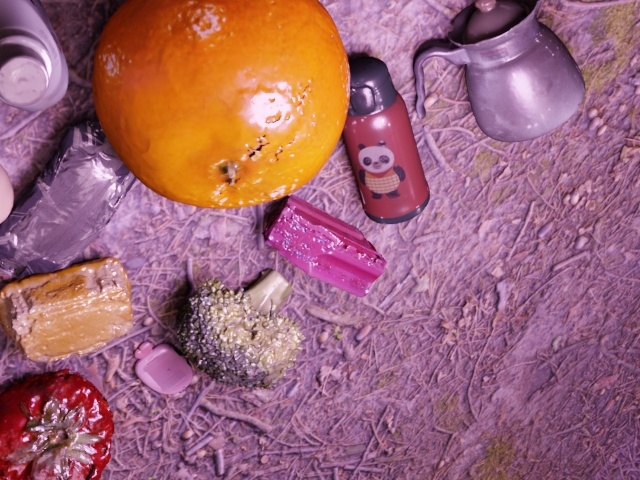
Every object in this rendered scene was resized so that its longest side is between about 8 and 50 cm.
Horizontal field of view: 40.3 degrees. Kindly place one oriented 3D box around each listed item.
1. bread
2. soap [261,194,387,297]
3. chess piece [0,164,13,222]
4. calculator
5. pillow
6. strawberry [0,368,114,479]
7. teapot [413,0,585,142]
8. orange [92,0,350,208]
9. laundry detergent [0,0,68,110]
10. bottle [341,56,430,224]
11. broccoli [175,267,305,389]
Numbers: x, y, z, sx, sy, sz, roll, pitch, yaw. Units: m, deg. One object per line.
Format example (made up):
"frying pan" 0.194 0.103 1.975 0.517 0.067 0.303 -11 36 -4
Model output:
"bread" -0.469 0.130 1.623 0.245 0.121 0.174 -15 127 -16
"soap" 0.000 0.000 1.765 0.250 0.162 0.099 27 112 -36
"chess piece" -0.649 -0.067 1.391 0.299 0.167 0.167 -9 124 -31
"calculator" -0.335 0.271 1.850 0.103 0.024 0.166 -38 131 0
"pillow" -0.450 -0.061 1.526 0.161 0.093 0.335 34 102 -33
"strawberry" -0.539 0.392 1.712 0.274 0.220 0.274 2 83 -15
"teapot" 0.337 -0.360 1.715 0.223 0.305 0.285 -57 131 -33
"orange" -0.151 -0.227 1.385 0.423 0.326 0.424 -10 152 -5
"laundry detergent" -0.426 -0.275 1.198 0.124 0.398 0.264 -29 129 -8
"bottle" 0.112 -0.200 1.706 0.144 0.144 0.336 -28 127 -9
"broccoli" -0.154 0.192 1.772 0.259 0.235 0.288 -22 164 -12
